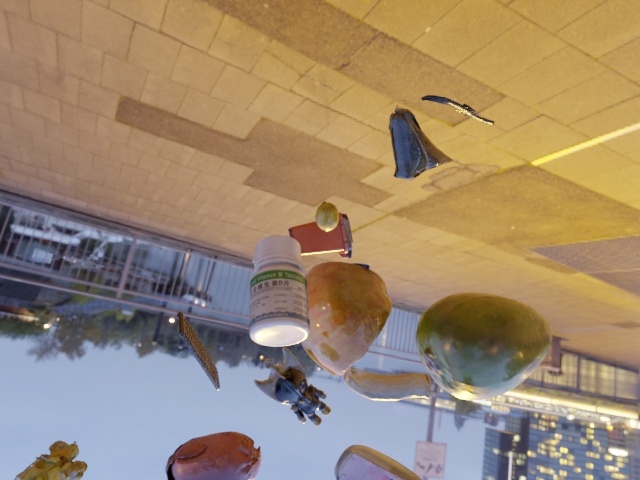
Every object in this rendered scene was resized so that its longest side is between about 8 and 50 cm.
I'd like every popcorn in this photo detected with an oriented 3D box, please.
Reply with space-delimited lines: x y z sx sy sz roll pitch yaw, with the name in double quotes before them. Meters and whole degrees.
"popcorn" -0.598 0.527 1.002 0.135 0.163 0.141 -3 178 36

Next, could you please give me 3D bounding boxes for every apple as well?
"apple" 0.063 0.213 1.310 0.252 0.314 0.309 -11 159 -17

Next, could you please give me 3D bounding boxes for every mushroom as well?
"mushroom" 0.262 0.553 1.773 0.351 0.123 0.095 6 -160 -5

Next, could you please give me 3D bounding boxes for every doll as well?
"doll" -0.083 0.504 1.565 0.316 0.145 0.103 49 -174 -18

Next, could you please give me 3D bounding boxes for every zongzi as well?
"zongzi" 0.265 -0.270 1.200 0.184 0.187 0.084 -21 -159 -23

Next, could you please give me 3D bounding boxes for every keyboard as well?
"keyboard" -0.383 0.353 1.461 0.018 0.101 0.310 -21 129 -6

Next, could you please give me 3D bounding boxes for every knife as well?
"knife" 0.350 -0.323 1.129 0.222 0.021 0.045 12 172 -22

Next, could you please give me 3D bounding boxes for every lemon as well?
"lemon" 0.023 -0.078 1.580 0.082 0.111 0.082 -3 -152 1

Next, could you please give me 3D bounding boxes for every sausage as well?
"sausage" -0.287 0.598 1.237 0.279 0.152 0.152 -20 154 19

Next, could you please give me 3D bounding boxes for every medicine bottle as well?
"medicine bottle" -0.097 0.114 1.078 0.139 0.237 0.139 -2 147 -1

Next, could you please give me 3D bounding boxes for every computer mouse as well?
"computer mouse" 0.155 0.626 1.196 0.245 0.126 0.056 27 -175 5

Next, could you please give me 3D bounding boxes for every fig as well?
"fig" 0.403 0.242 1.118 0.326 0.258 0.258 -11 168 -10

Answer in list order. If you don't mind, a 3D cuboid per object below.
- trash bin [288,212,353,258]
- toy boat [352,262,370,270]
"trash bin" 0.000 0.000 1.817 0.238 0.185 0.161 -12 180 -10
"toy boat" 0.163 0.135 2.136 0.137 0.060 0.061 2 -169 1
